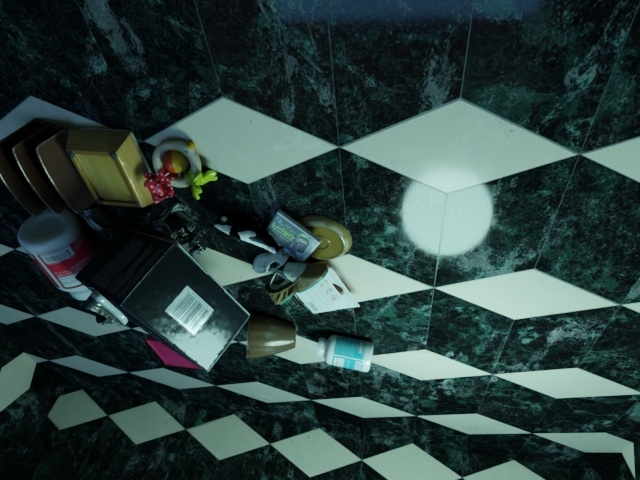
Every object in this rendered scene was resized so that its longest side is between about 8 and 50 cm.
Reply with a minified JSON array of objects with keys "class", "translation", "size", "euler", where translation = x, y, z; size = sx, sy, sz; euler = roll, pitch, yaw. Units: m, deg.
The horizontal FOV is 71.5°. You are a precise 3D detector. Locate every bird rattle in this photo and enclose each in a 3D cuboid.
[{"class":"bird rattle","translation":[-0.482,-0.239,1.495],"size":[0.254,0.143,0.206],"euler":[5,118,17]}]

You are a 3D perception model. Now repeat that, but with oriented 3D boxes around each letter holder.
[{"class":"letter holder","translation":[-0.940,-0.222,1.526],"size":[0.152,0.214,0.301],"euler":[20,142,20]}]

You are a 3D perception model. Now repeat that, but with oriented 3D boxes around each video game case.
[{"class":"video game case","translation":[-0.108,-0.011,1.648],"size":[0.190,0.022,0.173],"euler":[36,142,-3]}]

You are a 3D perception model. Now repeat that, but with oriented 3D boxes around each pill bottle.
[{"class":"pill bottle","translation":[-1.084,0.073,1.919],"size":[0.229,0.229,0.407],"euler":[7,139,9]},{"class":"pill bottle","translation":[0.117,0.541,2.158],"size":[0.264,0.146,0.146],"euler":[11,139,5]}]

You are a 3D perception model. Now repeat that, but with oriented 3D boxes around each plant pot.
[{"class":"plant pot","translation":[-0.237,0.466,2.157],"size":[0.231,0.215,0.215],"euler":[2,140,-8]},{"class":"plant pot","translation":[0.000,0.000,1.666],"size":[0.237,0.032,0.236],"euler":[8,139,7]}]

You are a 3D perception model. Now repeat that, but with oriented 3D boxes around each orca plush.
[{"class":"orca plush","translation":[-0.249,-0.044,1.633],"size":[0.287,0.151,0.102],"euler":[27,102,22]}]

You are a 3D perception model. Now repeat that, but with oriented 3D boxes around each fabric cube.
[{"class":"fabric cube","translation":[-0.655,0.457,2.206],"size":[0.259,0.258,0.254],"euler":[4,139,13]}]

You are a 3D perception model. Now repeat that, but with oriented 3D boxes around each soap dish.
[{"class":"soap dish","translation":[-0.715,-0.242,1.536],"size":[0.229,0.118,0.290],"euler":[6,138,11]}]

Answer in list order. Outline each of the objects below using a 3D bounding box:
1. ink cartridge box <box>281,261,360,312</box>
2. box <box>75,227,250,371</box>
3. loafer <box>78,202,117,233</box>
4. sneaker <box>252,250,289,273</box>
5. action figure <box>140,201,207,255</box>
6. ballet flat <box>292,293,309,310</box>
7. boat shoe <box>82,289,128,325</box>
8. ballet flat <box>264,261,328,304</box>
[{"class":"ink cartridge box","translation":[0.006,0.195,1.865],"size":[0.239,0.060,0.275],"euler":[-14,131,28]},{"class":"box","translation":[-0.630,0.225,1.793],"size":[0.472,0.297,0.480],"euler":[13,148,45]},{"class":"loafer","translation":[-0.902,-0.111,1.768],"size":[0.078,0.080,0.220],"euler":[-23,127,36]},{"class":"sneaker","translation":[-0.212,0.099,1.793],"size":[0.080,0.094,0.212],"euler":[36,135,-25]},{"class":"action figure","translation":[-0.548,-0.051,1.695],"size":[0.276,0.141,0.164],"euler":[29,152,20]},{"class":"ballet flat","translation":[-0.090,0.252,1.977],"size":[0.049,0.057,0.173],"euler":[-38,129,-4]},{"class":"boat shoe","translation":[-0.756,0.257,1.558],"size":[0.080,0.076,0.228],"euler":[30,154,17]},{"class":"ballet flat","translation":[-0.115,0.151,1.737],"size":[0.124,0.116,0.342],"euler":[40,139,-15]}]
